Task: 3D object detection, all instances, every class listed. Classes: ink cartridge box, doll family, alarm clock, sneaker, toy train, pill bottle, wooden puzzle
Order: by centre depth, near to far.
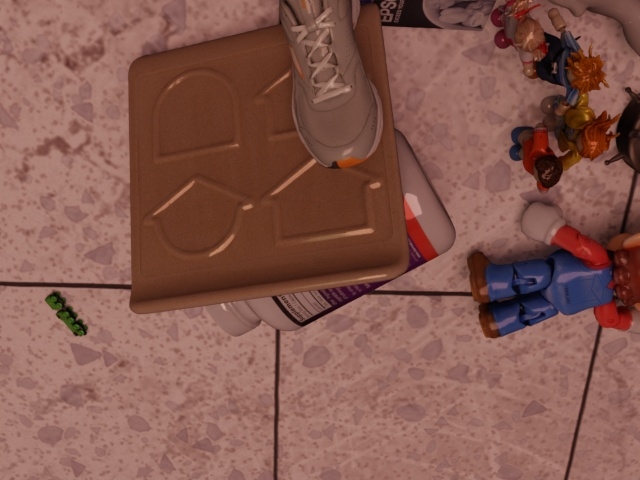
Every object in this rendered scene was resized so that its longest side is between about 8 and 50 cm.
[{"bbox_3d":[-0.003,-0.202,0.735,0.099,0.121,0.262,-15,69,13],"label":"sneaker"},{"bbox_3d":[0.108,-0.312,0.792,0.208,0.206,0.045,3,74,-2],"label":"ink cartridge box"},{"bbox_3d":[-0.068,-0.093,0.828,0.322,0.080,0.347,-9,70,13],"label":"wooden puzzle"},{"bbox_3d":[0.295,-0.184,0.860,0.118,0.163,0.262,-15,113,5],"label":"doll family"},{"bbox_3d":[0.000,0.000,0.925,0.323,0.181,0.181,-29,111,11],"label":"pill bottle"},{"bbox_3d":[0.489,-0.140,0.942,0.192,0.064,0.129,4,114,-6],"label":"alarm clock"},{"bbox_3d":[-0.381,0.112,1.056,0.024,0.017,0.083,-23,113,19],"label":"toy train"}]

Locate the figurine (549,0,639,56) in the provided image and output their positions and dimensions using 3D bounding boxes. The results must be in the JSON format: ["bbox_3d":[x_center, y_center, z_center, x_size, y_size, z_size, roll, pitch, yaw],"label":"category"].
[{"bbox_3d":[0.386,-0.334,0.830,0.209,0.092,0.214,27,102,-18],"label":"figurine"}]

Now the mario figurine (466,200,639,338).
[{"bbox_3d":[0.381,0.044,1.010,0.321,0.170,0.198,-12,150,15],"label":"mario figurine"}]
